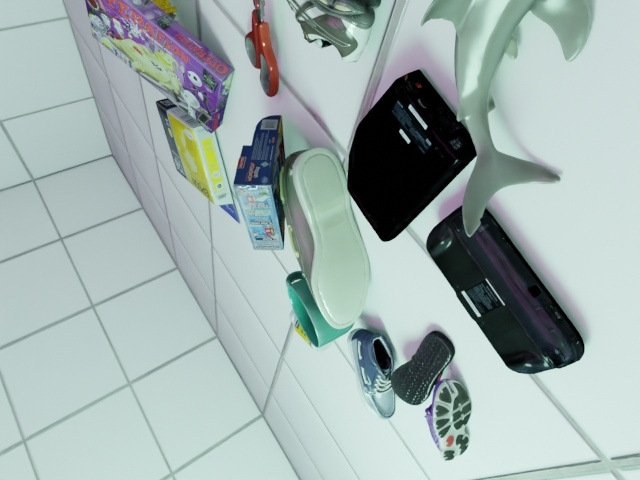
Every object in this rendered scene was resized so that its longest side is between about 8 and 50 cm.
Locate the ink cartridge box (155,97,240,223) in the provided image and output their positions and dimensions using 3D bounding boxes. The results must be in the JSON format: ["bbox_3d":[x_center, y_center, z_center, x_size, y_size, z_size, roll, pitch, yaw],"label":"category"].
[{"bbox_3d":[-0.352,-0.221,1.268,0.304,0.072,0.307,36,142,45],"label":"ink cartridge box"}]

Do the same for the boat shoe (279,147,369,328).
[{"bbox_3d":[0.004,-0.001,0.748,0.091,0.109,0.304,16,122,59],"label":"boat shoe"}]

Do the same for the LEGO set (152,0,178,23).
[{"bbox_3d":[-0.391,-0.549,0.987,0.287,0.132,0.107,41,177,-10],"label":"LEGO set"}]

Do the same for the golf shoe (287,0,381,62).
[{"bbox_3d":[-0.014,-0.284,0.539,0.198,0.077,0.093,49,152,31],"label":"golf shoe"}]

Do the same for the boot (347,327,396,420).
[{"bbox_3d":[0.108,0.257,0.833,0.086,0.069,0.189,-8,105,67],"label":"boot"}]

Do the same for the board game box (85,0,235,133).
[{"bbox_3d":[-0.343,-0.399,0.946,0.347,0.056,0.208,39,151,-3],"label":"board game box"}]

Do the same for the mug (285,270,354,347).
[{"bbox_3d":[0.002,0.113,0.859,0.157,0.098,0.129,63,163,11],"label":"mug"}]

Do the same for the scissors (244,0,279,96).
[{"bbox_3d":[-0.082,-0.321,0.647,0.108,0.021,0.297,65,165,9],"label":"scissors"}]

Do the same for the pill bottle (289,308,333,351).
[{"bbox_3d":[-0.023,0.200,1.037,0.116,0.065,0.065,36,143,45],"label":"pill bottle"}]

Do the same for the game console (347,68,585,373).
[{"bbox_3d":[0.152,-0.005,0.532,0.361,0.044,0.213,58,156,12],"label":"game console"}]

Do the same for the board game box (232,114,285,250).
[{"bbox_3d":[-0.096,-0.084,0.785,0.194,0.060,0.194,89,-178,-46],"label":"board game box"}]

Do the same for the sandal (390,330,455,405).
[{"bbox_3d":[0.168,0.205,0.715,0.067,0.040,0.179,46,135,25],"label":"sandal"}]

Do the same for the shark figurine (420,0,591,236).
[{"bbox_3d":[0.127,-0.153,0.355,0.166,0.116,0.278,47,149,35],"label":"shark figurine"}]

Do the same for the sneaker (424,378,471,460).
[{"bbox_3d":[0.189,0.278,0.707,0.071,0.068,0.169,43,149,51],"label":"sneaker"}]
